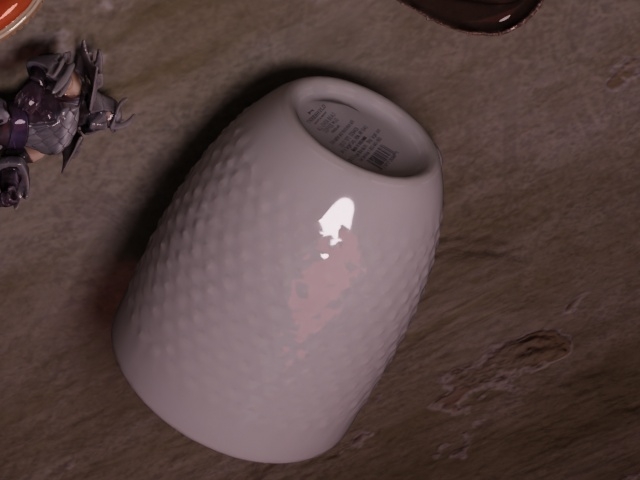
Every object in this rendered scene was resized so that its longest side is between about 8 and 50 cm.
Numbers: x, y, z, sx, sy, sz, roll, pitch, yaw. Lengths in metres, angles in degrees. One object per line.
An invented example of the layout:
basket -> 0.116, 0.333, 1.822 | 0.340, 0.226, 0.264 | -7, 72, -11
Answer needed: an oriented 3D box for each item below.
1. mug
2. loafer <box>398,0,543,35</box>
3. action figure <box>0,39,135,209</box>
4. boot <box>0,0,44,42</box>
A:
mug -> 0.000, 0.000, 1.863 | 0.374, 0.276, 0.328 | -27, 151, -53
loafer -> 0.088, -0.263, 1.651 | 0.134, 0.130, 0.366 | -41, 141, 23
action figure -> -0.304, -0.103, 1.675 | 0.285, 0.099, 0.185 | -7, 136, -27
boot -> -0.318, -0.206, 1.568 | 0.158, 0.059, 0.085 | -20, 139, -3
